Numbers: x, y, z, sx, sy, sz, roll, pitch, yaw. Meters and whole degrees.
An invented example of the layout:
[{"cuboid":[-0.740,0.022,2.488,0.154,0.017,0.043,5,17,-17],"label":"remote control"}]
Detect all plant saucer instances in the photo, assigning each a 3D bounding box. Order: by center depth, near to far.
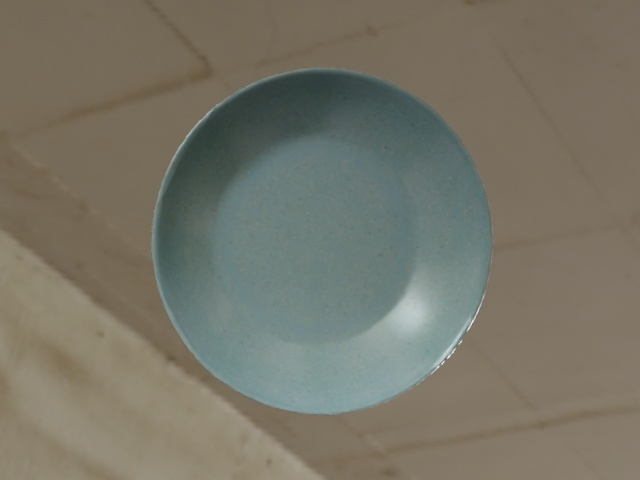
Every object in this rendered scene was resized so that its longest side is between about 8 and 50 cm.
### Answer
[{"cuboid":[0.000,0.000,0.817,0.195,0.195,0.037,19,-1,-12],"label":"plant saucer"}]
